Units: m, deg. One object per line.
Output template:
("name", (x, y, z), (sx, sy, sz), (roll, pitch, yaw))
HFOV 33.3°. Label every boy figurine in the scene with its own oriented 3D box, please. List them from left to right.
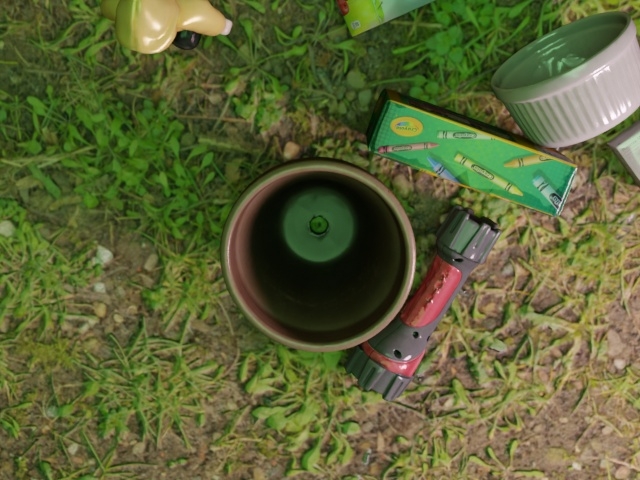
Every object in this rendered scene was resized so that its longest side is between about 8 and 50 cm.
("boy figurine", (-0.207, -0.297, 1.429), (0.177, 0.285, 0.092), (9, 102, -4))

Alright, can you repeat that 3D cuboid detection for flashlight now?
("flashlight", (0.152, 0.091, 1.601), (0.103, 0.103, 0.304), (28, 103, -10))

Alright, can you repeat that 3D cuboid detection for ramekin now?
("ramekin", (0.352, -0.218, 1.482), (0.207, 0.207, 0.109), (-29, 110, 7))

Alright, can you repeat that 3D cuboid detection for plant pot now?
("plant pot", (0.000, 0.000, 1.518), (0.263, 0.229, 0.263), (0, 102, 2))

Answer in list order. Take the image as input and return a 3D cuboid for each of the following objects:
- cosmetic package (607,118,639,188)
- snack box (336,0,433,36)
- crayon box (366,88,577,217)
("cosmetic package", (0.546, -0.173, 1.556), (0.239, 0.060, 0.099), (-37, 101, 8))
("snack box", (0.106, -0.407, 1.495), (0.207, 0.070, 0.175), (-22, 103, 13))
("crayon box", (0.207, -0.128, 1.519), (0.278, 0.165, 0.081), (19, 103, -3))
